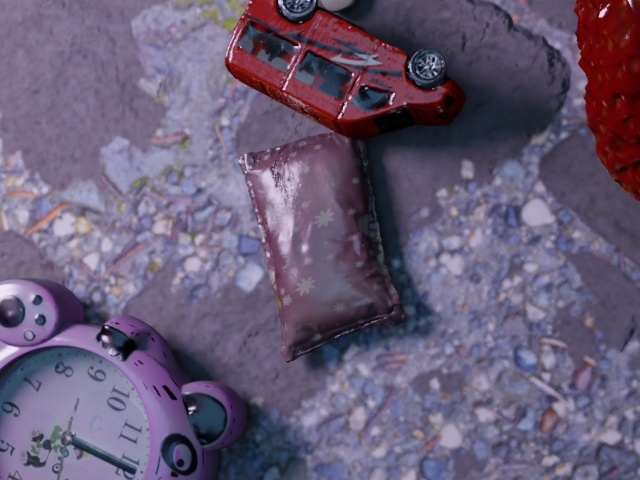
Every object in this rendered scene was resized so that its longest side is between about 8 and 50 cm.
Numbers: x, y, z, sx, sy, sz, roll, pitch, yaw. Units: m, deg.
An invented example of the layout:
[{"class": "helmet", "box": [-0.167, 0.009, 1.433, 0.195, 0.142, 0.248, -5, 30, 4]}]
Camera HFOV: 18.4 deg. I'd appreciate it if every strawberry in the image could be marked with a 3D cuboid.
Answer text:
[{"class": "strawberry", "box": [0.290, -0.143, 1.559, 0.205, 0.205, 0.244, 14, 113, 12]}]

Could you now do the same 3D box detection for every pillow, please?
[{"class": "pillow", "box": [0.000, 0.000, 1.667, 0.118, 0.043, 0.185, -16, 85, 12]}]

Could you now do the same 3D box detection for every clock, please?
[{"class": "clock", "box": [-0.204, 0.169, 1.685, 0.248, 0.090, 0.227, 24, 94, 10]}]

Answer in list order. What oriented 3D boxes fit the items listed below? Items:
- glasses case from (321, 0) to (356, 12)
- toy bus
[{"class": "glasses case", "box": [0.005, -0.234, 1.683, 0.032, 0.021, 0.083, -24, 82, 9]}, {"class": "toy bus", "box": [0.022, -0.138, 1.640, 0.195, 0.081, 0.089, 28, 84, 11]}]
